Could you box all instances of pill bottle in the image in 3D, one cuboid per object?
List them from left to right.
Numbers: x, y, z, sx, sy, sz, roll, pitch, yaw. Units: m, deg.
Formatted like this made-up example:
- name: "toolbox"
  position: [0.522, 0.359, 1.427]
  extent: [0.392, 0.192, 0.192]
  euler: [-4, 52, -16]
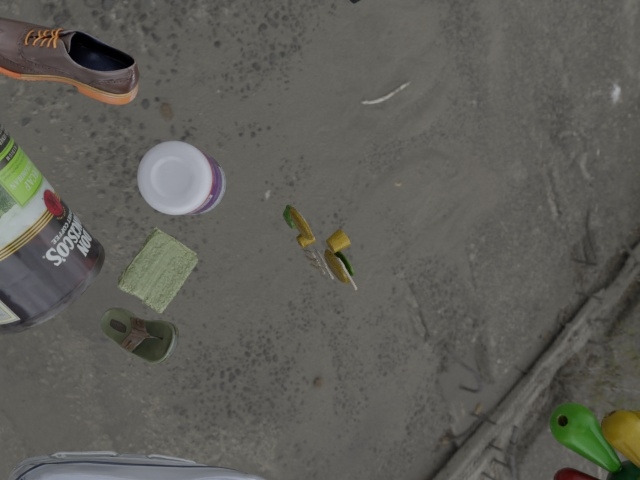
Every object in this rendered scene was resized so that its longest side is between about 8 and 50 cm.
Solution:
- name: "pill bottle"
  position: [-0.358, -0.160, 1.394]
  extent: [0.181, 0.323, 0.182]
  euler: [0, 93, -2]

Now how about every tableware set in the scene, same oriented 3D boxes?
- name: "tableware set"
  position: [0.000, 0.000, 0.629]
  extent: [0.024, 0.154, 0.104]
  euler: [-34, 108, -13]

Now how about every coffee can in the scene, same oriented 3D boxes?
- name: "coffee can"
  position: [-0.478, -0.029, 0.739]
  extent: [0.201, 0.201, 0.275]
  euler: [-47, 133, -27]

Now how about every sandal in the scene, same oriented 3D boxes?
- name: "sandal"
  position: [-0.516, 0.261, 1.429]
  extent: [0.086, 0.302, 0.120]
  euler: [32, 70, -60]

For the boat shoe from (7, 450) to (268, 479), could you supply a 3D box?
- name: "boat shoe"
  position: [-0.134, 0.227, 0.452]
  extent: [0.258, 0.084, 0.095]
  euler: [30, 78, -29]

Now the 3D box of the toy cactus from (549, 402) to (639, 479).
- name: "toy cactus"
  position: [0.231, 0.180, 0.283]
  extent: [0.112, 0.219, 0.181]
  euler: [-44, 133, -36]

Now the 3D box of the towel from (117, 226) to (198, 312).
- name: "towel"
  position: [-0.308, 0.056, 0.991]
  extent: [0.110, 0.027, 0.148]
  euler: [37, 52, -19]

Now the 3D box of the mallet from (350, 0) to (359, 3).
- name: "mallet"
  position: [0.053, -0.274, 0.536]
  extent: [0.062, 0.190, 0.039]
  euler: [-32, 112, 16]

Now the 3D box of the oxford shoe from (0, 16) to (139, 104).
- name: "oxford shoe"
  position: [-0.559, -0.403, 1.070]
  extent: [0.363, 0.132, 0.130]
  euler: [11, 70, -22]
